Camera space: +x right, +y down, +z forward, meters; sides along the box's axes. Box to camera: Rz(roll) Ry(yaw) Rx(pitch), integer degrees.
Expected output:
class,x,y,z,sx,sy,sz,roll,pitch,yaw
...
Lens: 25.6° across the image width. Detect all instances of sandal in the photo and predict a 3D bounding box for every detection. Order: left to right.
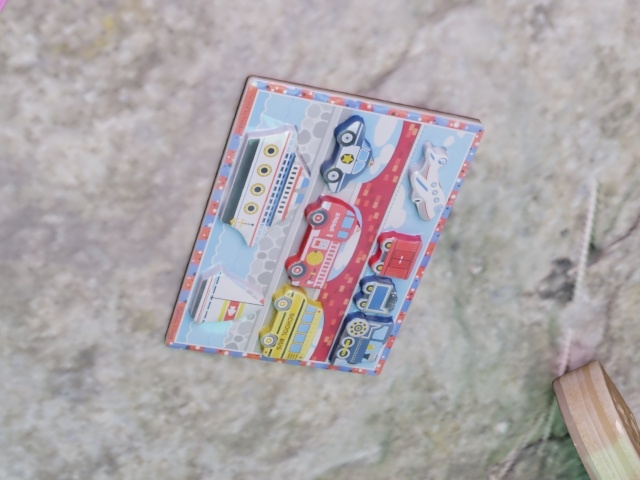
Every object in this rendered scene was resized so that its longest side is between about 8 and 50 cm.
class,x,y,z,sx,sy,sz,roll,pitch,yaw
sandal,0.192,0.138,0.658,0.079,0.088,0.240,-26,122,13

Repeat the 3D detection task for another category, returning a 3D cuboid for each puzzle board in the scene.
class,x,y,z,sx,sy,sz,roll,pitch,yaw
puzzle board,0.000,0.000,0.561,0.096,0.011,0.128,9,122,-19

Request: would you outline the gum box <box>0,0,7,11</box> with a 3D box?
class,x,y,z,sx,sy,sz,roll,pitch,yaw
gum box,-0.140,-0.150,0.386,0.188,0.062,0.107,26,116,-28
